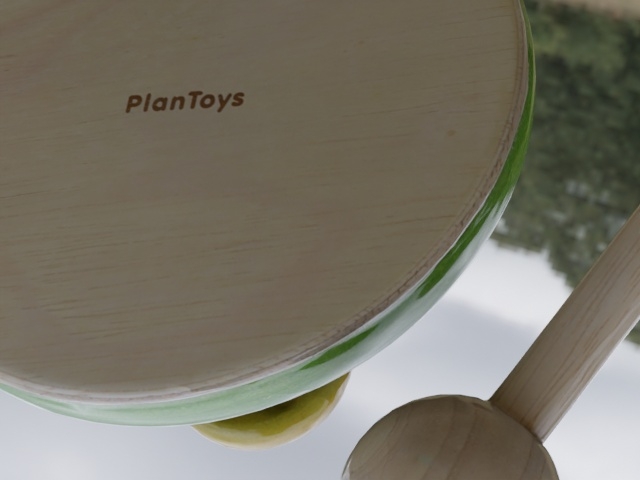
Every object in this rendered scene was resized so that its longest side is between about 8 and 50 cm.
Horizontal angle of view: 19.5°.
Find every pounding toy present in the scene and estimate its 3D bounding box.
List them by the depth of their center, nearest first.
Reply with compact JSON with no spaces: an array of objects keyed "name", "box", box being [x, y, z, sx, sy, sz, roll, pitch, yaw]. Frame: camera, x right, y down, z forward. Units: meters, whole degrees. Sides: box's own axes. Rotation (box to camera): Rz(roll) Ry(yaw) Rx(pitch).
[{"name":"pounding toy","box":[0.000,0.000,0.518,0.237,0.183,0.110,26,159,31]}]
